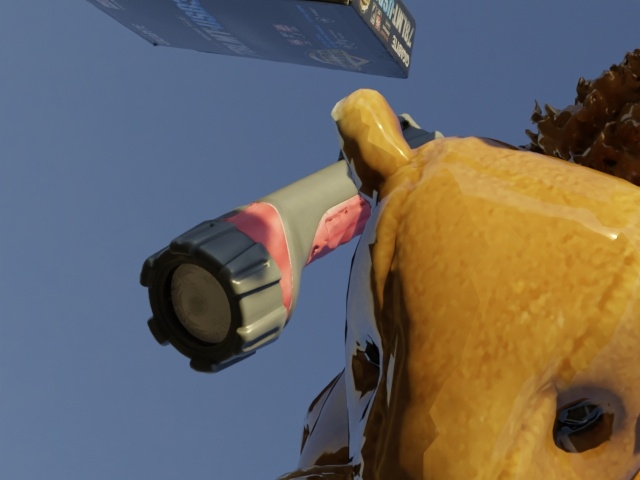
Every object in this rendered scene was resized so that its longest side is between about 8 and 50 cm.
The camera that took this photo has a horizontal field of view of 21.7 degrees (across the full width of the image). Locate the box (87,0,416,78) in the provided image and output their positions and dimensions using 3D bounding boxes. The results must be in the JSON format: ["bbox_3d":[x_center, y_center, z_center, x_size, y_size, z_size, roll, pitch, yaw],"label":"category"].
[{"bbox_3d":[-0.074,-0.238,1.650,0.293,0.295,0.073,7,-96,14],"label":"box"}]

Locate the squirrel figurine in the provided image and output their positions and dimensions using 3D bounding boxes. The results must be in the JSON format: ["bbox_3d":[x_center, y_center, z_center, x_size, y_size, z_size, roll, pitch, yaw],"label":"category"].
[{"bbox_3d":[0.113,0.042,0.784,0.281,0.397,0.370,22,-26,23],"label":"squirrel figurine"}]

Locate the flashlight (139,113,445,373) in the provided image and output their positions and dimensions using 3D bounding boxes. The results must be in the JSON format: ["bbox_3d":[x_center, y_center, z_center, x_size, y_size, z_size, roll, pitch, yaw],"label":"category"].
[{"bbox_3d":[0.000,0.000,1.247,0.103,0.304,0.103,32,-56,25],"label":"flashlight"}]
